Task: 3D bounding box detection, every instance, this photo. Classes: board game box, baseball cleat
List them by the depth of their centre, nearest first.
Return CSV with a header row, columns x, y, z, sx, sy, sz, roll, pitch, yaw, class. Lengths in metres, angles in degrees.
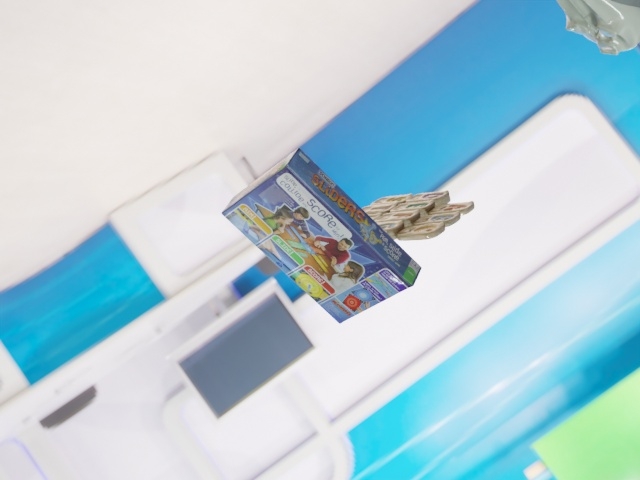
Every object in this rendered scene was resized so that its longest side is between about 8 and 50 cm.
x,y,z,sx,sy,sz,roll,pitch,yaw,class
0.183,-0.217,0.701,0.206,0.072,0.109,36,76,-51,baseball cleat
0.000,0.000,1.162,0.136,0.201,0.035,-31,-160,44,board game box

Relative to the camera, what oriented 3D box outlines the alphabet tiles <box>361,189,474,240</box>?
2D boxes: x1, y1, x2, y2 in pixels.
x,y,z,sx,sy,sz,roll,pitch,yaw,class
0.095,-0.030,1.637,0.278,0.021,0.284,-3,-163,34,alphabet tiles
